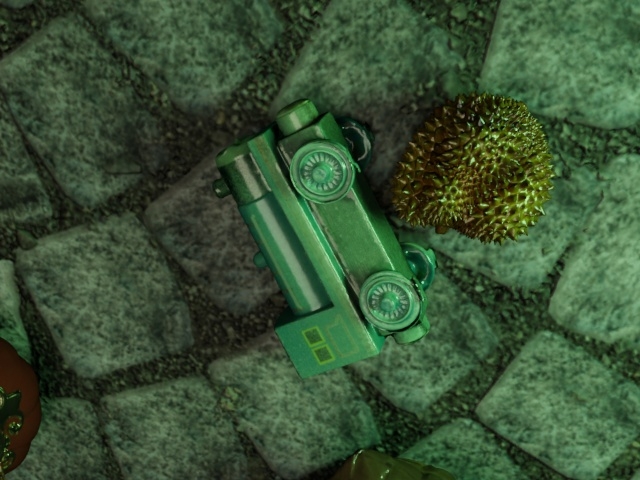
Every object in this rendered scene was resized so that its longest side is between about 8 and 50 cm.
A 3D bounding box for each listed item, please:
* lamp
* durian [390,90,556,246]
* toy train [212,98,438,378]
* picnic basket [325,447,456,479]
[{"bbox_3d":[-0.471,0.217,1.090,0.226,0.227,0.227,4,110,11],"label":"lamp"},{"bbox_3d":[0.163,-0.070,0.884,0.158,0.137,0.168,27,100,-19],"label":"durian"},{"bbox_3d":[0.000,0.000,0.950,0.194,0.120,0.298,-22,103,24],"label":"toy train"},{"bbox_3d":[0.134,0.433,1.020,0.337,0.337,0.293,41,106,-4],"label":"picnic basket"}]
